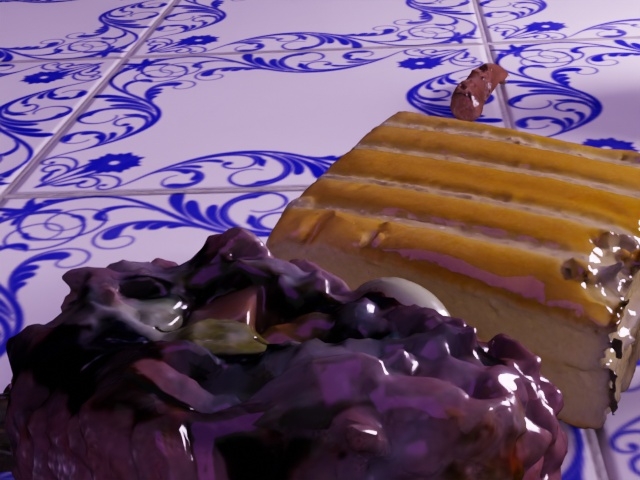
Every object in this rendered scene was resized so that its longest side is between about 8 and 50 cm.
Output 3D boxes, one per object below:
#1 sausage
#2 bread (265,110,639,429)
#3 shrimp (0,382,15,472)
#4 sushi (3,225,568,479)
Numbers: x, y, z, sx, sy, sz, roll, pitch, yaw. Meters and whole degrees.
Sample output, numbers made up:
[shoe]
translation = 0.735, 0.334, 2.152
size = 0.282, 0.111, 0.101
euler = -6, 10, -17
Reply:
[sausage]
translation = 0.179, -0.171, 1.199
size = 0.036, 0.042, 0.158
euler = -34, 6, 32
[bread]
translation = 0.115, 0.012, 0.722
size = 0.246, 0.111, 0.239
euler = 12, 31, 23
[shrimp]
translation = -0.230, 0.148, 0.544
size = 0.253, 0.058, 0.173
euler = -14, 32, -8
[sushi]
translation = -0.021, 0.096, 0.491
size = 0.236, 0.171, 0.270
euler = -21, 25, -32
